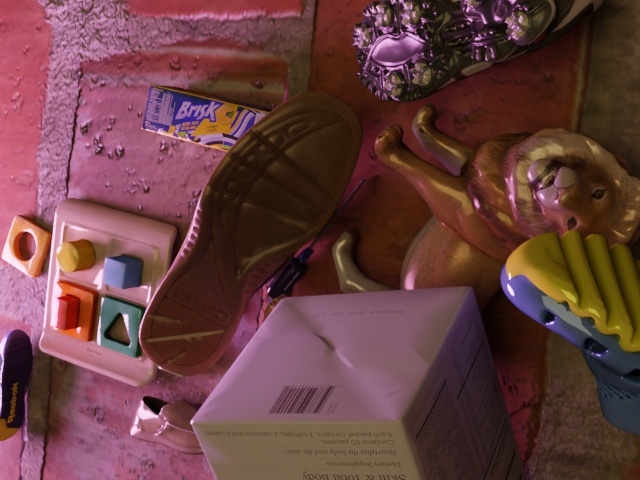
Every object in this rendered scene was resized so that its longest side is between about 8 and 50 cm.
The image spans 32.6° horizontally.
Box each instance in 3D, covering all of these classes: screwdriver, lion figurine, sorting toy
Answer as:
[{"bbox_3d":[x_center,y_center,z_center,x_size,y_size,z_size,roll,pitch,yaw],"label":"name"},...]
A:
[{"bbox_3d":[0.000,0.000,1.174,0.025,0.024,0.170,41,105,-9],"label":"screwdriver"},{"bbox_3d":[0.122,0.030,1.056,0.240,0.142,0.392,41,124,14],"label":"lion figurine"},{"bbox_3d":[-0.266,0.060,1.305,0.348,0.047,0.196,14,98,29],"label":"sorting toy"}]

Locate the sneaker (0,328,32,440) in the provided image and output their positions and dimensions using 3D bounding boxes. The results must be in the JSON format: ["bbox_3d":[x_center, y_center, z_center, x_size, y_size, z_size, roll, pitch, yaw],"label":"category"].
[{"bbox_3d":[-0.405,0.178,1.383,0.059,0.053,0.144,18,99,30],"label":"sneaker"}]

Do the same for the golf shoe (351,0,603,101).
[{"bbox_3d":[0.142,-0.196,1.048,0.273,0.120,0.105,-5,95,52],"label":"golf shoe"}]

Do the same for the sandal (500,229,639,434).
[{"bbox_3d":[0.278,0.111,0.913,0.317,0.126,0.138,33,126,-6],"label":"sandal"}]

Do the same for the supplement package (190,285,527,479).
[{"bbox_3d":[0.051,0.207,0.988,0.199,0.198,0.262,-5,118,29],"label":"supplement package"}]

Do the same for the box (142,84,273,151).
[{"bbox_3d":[-0.110,-0.130,1.207,0.169,0.059,0.054,17,101,28],"label":"box"}]

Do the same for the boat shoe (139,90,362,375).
[{"bbox_3d":[-0.073,-0.016,1.146,0.123,0.123,0.342,30,109,-5],"label":"boat shoe"}]

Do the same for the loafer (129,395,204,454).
[{"bbox_3d":[-0.158,0.208,1.242,0.148,0.056,0.050,3,98,29],"label":"loafer"}]
